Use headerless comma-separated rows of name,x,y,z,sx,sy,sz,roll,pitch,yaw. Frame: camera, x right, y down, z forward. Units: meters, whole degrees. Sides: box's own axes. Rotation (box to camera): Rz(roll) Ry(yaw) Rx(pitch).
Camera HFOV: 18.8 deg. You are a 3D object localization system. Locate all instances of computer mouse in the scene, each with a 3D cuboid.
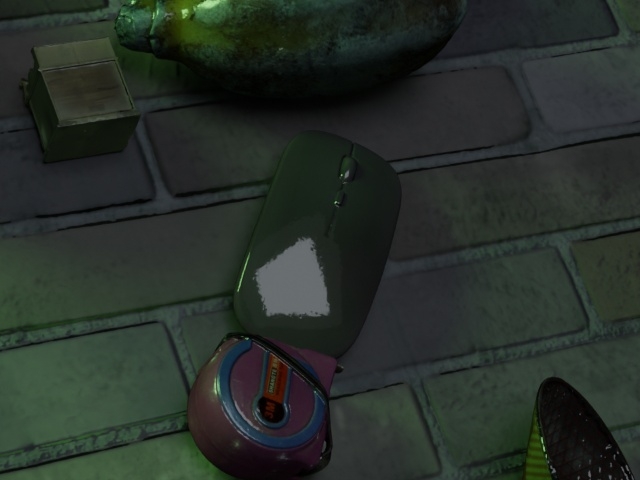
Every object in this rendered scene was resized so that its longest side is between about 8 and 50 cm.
computer mouse,0.000,0.000,1.693,0.120,0.057,0.232,25,56,-7

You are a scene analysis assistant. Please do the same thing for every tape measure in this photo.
tape measure,-0.045,0.139,1.587,0.125,0.074,0.118,22,51,-15

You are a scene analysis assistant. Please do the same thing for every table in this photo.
table,-0.210,-0.122,1.674,0.079,0.062,0.083,-11,67,-26

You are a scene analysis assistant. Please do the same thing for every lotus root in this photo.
lotus root,-0.020,-0.200,1.739,0.322,0.158,0.140,-13,49,-21

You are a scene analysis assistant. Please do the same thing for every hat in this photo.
hat,0.203,0.219,1.643,0.193,0.082,0.193,45,28,-32
